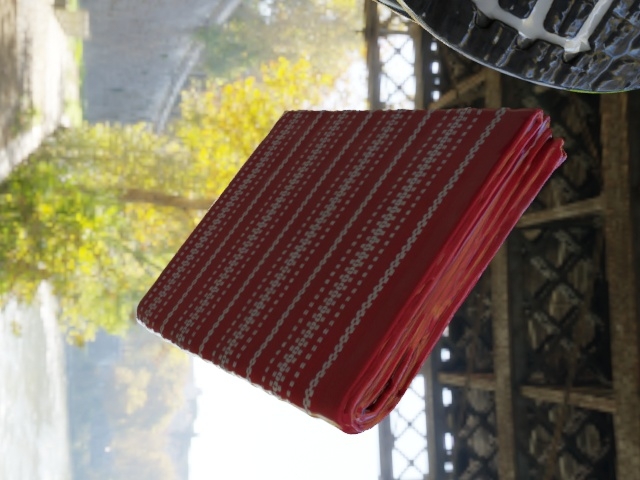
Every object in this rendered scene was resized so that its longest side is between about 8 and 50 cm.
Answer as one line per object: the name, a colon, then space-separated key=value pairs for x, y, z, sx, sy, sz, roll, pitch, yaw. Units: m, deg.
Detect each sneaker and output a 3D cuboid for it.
sneaker: x=0.044 y=-0.164 z=0.467 sx=0.111 sy=0.300 sz=0.121 roll=-61 pitch=169 yaw=12

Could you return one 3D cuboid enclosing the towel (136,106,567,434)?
towel: x=0.000 y=0.000 z=0.576 sx=0.199 sy=0.031 sz=0.275 roll=-54 pitch=-150 yaw=-14
